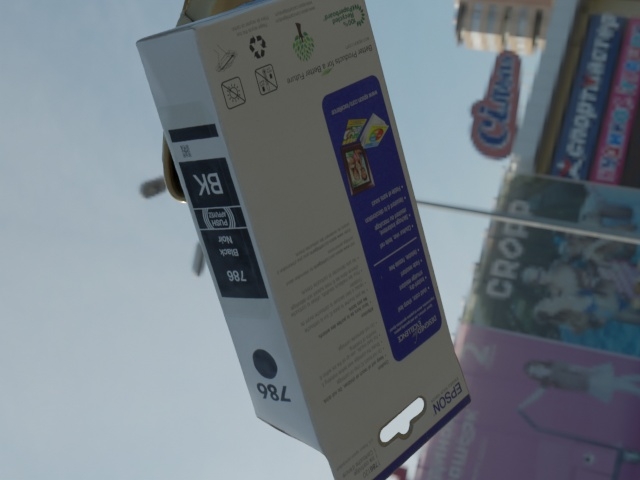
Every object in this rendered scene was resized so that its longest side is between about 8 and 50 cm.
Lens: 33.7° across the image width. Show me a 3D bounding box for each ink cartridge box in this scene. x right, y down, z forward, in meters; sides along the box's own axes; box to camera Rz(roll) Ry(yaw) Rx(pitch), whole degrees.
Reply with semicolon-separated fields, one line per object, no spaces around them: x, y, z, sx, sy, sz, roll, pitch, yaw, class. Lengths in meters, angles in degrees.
0.000;0.000;0.721;0.165;0.065;0.332;-30;-71;-44;ink cartridge box

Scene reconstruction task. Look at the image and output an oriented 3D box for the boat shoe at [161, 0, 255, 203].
-0.108;-0.182;1.091;0.098;0.109;0.302;-48;-26;-61;boat shoe
